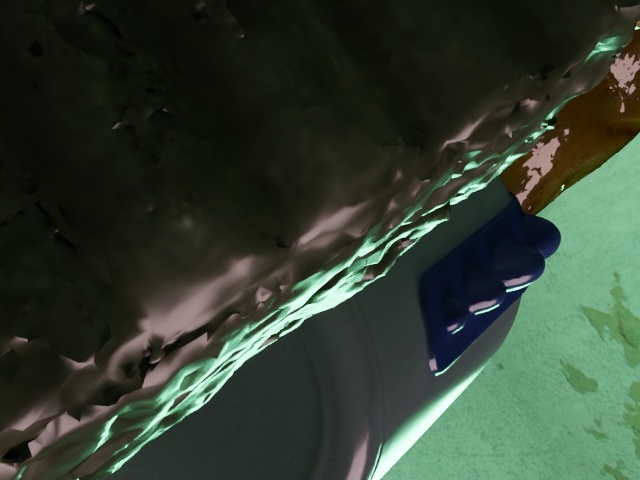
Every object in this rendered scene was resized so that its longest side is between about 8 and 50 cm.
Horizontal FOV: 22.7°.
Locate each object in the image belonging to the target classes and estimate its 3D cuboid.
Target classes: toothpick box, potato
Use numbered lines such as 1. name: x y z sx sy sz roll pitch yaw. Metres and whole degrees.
1. toothpick box: 0.009 0.035 1.051 0.263 0.263 0.354 -34 180 32
2. potato: 0.225 -0.155 1.359 0.369 0.195 0.176 -42 -147 2

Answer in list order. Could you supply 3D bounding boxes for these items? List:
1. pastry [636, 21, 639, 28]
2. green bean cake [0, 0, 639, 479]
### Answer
1. pastry: 0.120 -0.134 0.604 0.154 0.102 0.250 -30 178 -39
2. green bean cake: -0.047 -0.020 0.463 0.255 0.132 0.241 -32 175 -27
